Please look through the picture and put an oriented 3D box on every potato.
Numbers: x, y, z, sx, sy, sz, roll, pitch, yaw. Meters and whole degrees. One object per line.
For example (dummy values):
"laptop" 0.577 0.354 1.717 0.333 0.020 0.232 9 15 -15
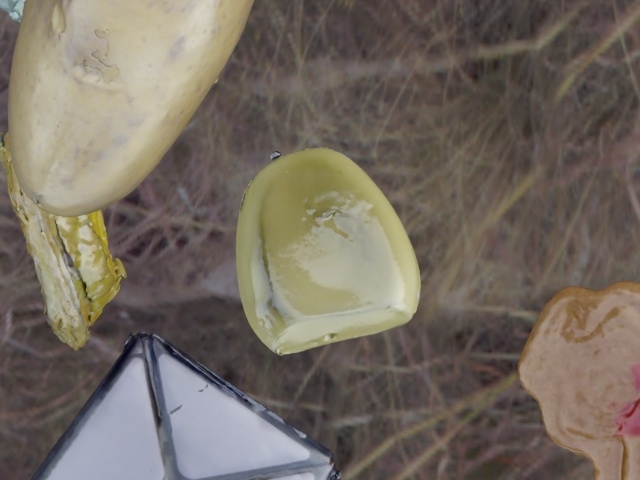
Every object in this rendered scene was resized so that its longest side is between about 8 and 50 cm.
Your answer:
"potato" -0.105 -0.134 0.757 0.128 0.161 0.235 23 112 -10

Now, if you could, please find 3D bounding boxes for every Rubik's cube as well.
"Rubik's cube" -0.186 0.335 1.706 0.305 0.310 0.307 33 159 2

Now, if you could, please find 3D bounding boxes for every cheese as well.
"cheese" 0.000 0.000 2.010 0.259 0.316 0.128 -7 151 -12

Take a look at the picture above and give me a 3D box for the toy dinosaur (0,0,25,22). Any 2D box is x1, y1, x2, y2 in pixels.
"toy dinosaur" -0.367 -0.329 1.528 0.383 0.076 0.129 56 159 5

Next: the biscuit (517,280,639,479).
"biscuit" 0.289 0.141 0.950 0.333 0.047 0.202 31 99 24

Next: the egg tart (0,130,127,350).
"egg tart" -0.294 -0.011 1.598 0.107 0.291 0.291 -16 122 -11
